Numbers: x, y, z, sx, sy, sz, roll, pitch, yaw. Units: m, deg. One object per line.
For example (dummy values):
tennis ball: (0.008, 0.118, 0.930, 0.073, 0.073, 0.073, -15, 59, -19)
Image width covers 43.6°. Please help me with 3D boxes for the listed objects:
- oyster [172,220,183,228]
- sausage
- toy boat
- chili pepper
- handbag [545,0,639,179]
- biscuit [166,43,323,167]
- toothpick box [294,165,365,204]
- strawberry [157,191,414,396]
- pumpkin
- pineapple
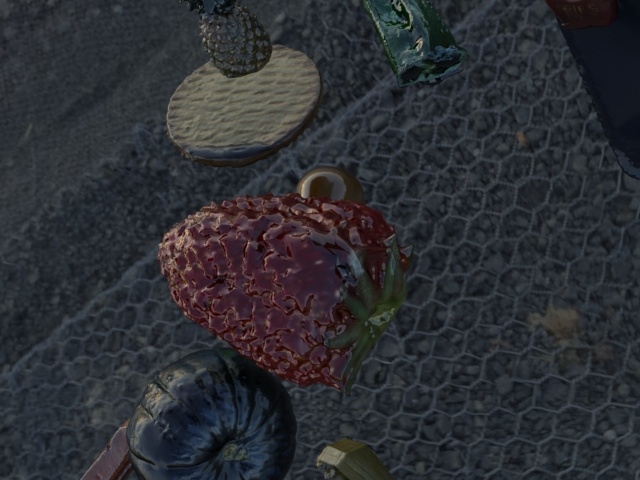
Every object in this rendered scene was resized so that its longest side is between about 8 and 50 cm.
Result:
oyster: (-0.202, 0.002, 1.324, 0.132, 0.029, 0.086, -10, 86, 42)
sausage: (-0.500, 0.542, 1.952, 0.102, 0.102, 0.330, 48, 114, 25)
toy boat: (0.055, 0.302, 0.926, 0.064, 0.206, 0.072, 9, 51, 41)
chili pepper: (0.081, -0.278, 0.876, 0.088, 0.059, 0.227, -13, 73, -26)
handbag: (0.347, -0.175, 0.631, 0.303, 0.329, 0.122, 6, 59, 48)
biscuit: (-0.146, -0.264, 1.540, 0.317, 0.040, 0.318, -8, 52, 10)
toothpick box: (0.000, 0.000, 1.657, 0.192, 0.192, 0.295, -4, 53, 23)
strawberry: (-0.047, 0.045, 1.174, 0.343, 0.292, 0.292, 29, 91, 20)
pumpkin: (-0.227, 0.410, 1.691, 0.266, 0.363, 0.364, 23, 88, 61)
pineapple: (-0.111, -0.251, 0.843, 0.074, 0.159, 0.074, -22, 31, 14)
